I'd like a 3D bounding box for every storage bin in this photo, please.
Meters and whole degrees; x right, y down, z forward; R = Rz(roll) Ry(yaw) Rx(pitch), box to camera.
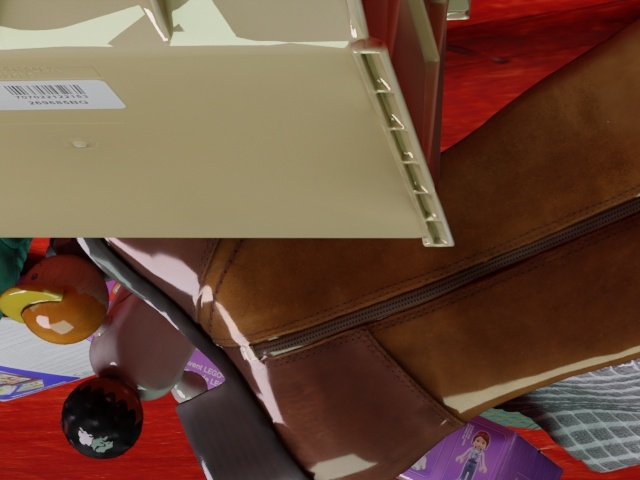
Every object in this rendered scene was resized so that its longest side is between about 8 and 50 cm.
[{"bbox_3d":[-0.087,-0.090,0.694,0.262,0.123,0.260,1,163,10],"label":"storage bin"}]

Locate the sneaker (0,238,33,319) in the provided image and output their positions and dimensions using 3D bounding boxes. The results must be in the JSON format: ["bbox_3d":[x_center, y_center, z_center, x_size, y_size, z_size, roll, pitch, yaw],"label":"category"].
[{"bbox_3d":[-0.295,0.006,0.960,0.295,0.178,0.124,9,163,-17],"label":"sneaker"}]

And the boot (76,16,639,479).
[{"bbox_3d":[0.032,-0.031,0.829,0.280,0.264,0.096,-27,173,17],"label":"boot"}]

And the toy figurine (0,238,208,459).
[{"bbox_3d":[-0.059,0.060,1.023,0.209,0.148,0.213,18,150,12],"label":"toy figurine"}]

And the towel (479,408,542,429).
[{"bbox_3d":[0.124,0.107,1.485,0.370,0.040,0.271,7,164,-16],"label":"towel"}]

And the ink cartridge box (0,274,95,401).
[{"bbox_3d":[-0.248,0.072,1.356,0.206,0.045,0.208,-18,161,37],"label":"ink cartridge box"}]

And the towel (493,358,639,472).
[{"bbox_3d":[0.207,0.065,1.168,0.235,0.121,0.284,18,159,-38],"label":"towel"}]

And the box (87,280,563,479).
[{"bbox_3d":[0.006,0.110,1.223,0.293,0.057,0.201,22,173,20],"label":"box"}]
